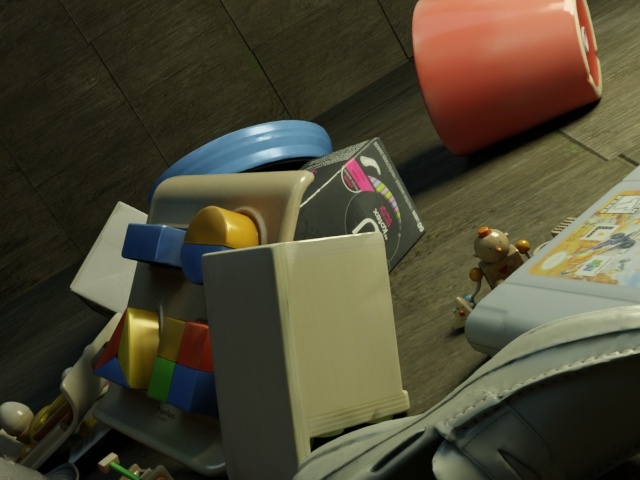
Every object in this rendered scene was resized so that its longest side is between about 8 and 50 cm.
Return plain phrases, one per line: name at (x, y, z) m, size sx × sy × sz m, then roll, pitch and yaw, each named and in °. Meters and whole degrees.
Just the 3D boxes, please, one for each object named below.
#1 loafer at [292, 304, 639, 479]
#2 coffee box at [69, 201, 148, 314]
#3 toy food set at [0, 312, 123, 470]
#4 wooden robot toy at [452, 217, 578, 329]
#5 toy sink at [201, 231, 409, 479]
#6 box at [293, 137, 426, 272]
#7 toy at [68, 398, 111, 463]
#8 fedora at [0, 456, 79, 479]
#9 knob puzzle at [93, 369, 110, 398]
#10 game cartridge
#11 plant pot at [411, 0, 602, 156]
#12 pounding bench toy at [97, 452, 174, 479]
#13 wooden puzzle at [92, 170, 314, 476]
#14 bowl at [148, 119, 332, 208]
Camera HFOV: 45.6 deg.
loafer at (0.111, 0.148, 0.497) m, size 0.319 × 0.112 × 0.111 m, roll -35°, pitch 18°, yaw 22°
coffee box at (-0.339, 0.061, 1.366) m, size 0.168 × 0.119 × 0.297 m, roll -64°, pitch 3°, yaw -15°
toy food set at (-0.417, 0.253, 1.125) m, size 0.306 × 0.092 × 0.220 m, roll -44°, pitch 10°, yaw 18°
wooden robot toy at (0.194, 0.017, 0.781) m, size 0.173 × 0.079 × 0.076 m, roll -32°, pitch 15°, yaw 3°
toy sink at (-0.013, 0.116, 0.731) m, size 0.131 × 0.234 × 0.153 m, roll -7°, pitch -1°, yaw -32°
box at (0.000, 0.000, 1.056) m, size 0.143 × 0.165 × 0.270 m, roll -13°, pitch 25°, yaw 47°
toy at (-0.244, 0.219, 1.068) m, size 0.237 × 0.056 × 0.137 m, roll -38°, pitch 19°, yaw -1°
fedora at (-0.408, 0.327, 0.881) m, size 0.244 × 0.124 × 0.275 m, roll -38°, pitch 19°, yaw -4°
knob puzzle at (-0.374, 0.226, 1.352) m, size 0.213 × 0.030 × 0.213 m, roll -30°, pitch 15°, yaw 9°
game cartridge at (0.287, 0.013, 0.666) m, size 0.297 × 0.062 × 0.198 m, roll -37°, pitch 11°, yaw -18°
plant pot at (0.311, -0.293, 1.235) m, size 0.243 × 0.275 × 0.275 m, roll -11°, pitch 23°, yaw 27°
pounding bench toy at (-0.186, 0.254, 0.778) m, size 0.065 × 0.083 × 0.052 m, roll -18°, pitch 20°, yaw 45°
wooden puzzle at (-0.169, 0.072, 0.918) m, size 0.322 × 0.080 × 0.347 m, roll 4°, pitch 75°, yaw 50°
bowl at (-0.149, -0.105, 1.542) m, size 0.391 × 0.077 × 0.391 m, roll -22°, pitch -15°, yaw -6°
